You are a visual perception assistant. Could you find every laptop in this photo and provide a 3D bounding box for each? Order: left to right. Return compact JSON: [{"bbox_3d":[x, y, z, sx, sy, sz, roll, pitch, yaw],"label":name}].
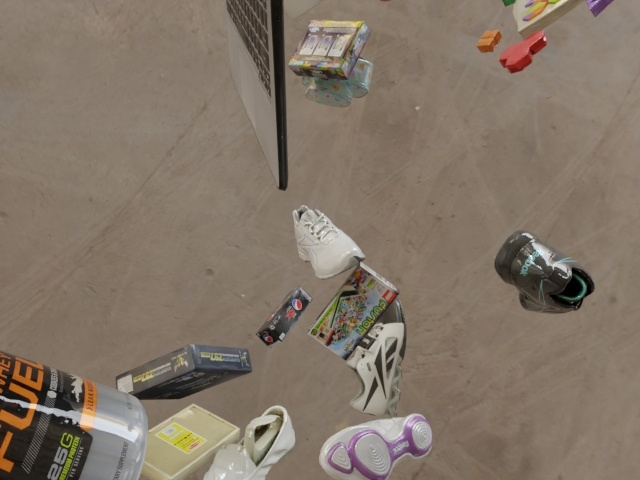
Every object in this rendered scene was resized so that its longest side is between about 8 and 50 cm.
[{"bbox_3d":[-0.197,-0.313,0.713,0.236,0.382,0.408,-9,128,-12],"label":"laptop"}]

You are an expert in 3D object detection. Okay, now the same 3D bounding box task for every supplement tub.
[{"bbox_3d":[-0.371,0.219,0.641,0.316,0.193,0.194,29,76,-30],"label":"supplement tub"}]

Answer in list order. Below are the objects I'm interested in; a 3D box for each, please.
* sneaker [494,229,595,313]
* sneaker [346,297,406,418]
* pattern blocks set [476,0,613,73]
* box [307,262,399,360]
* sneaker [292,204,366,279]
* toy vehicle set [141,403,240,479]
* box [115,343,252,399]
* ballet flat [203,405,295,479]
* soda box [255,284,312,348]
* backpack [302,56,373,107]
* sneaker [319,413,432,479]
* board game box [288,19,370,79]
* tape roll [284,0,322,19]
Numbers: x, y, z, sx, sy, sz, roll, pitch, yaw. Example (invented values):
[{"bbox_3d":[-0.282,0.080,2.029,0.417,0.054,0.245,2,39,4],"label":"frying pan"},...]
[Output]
[{"bbox_3d":[0.351,0.073,0.880,0.267,0.106,0.101,25,99,-48],"label":"sneaker"},{"bbox_3d":[0.149,0.306,1.601,0.146,0.122,0.331,9,75,-7],"label":"sneaker"},{"bbox_3d":[0.393,-0.414,0.997,0.285,0.325,0.026,-36,114,21],"label":"pattern blocks set"},{"bbox_3d":[0.075,0.163,1.354,0.114,0.036,0.207,35,103,-3],"label":"box"},{"bbox_3d":[0.000,0.000,1.346,0.111,0.297,0.129,-29,113,-17],"label":"sneaker"},{"bbox_3d":[-0.351,0.517,1.499,0.267,0.166,0.035,-19,124,-59],"label":"toy vehicle set"},{"bbox_3d":[-0.294,0.290,1.274,0.183,0.232,0.059,21,50,-56],"label":"box"},{"bbox_3d":[-0.176,0.505,1.365,0.400,0.139,0.139,-28,101,-65],"label":"ballet flat"},{"bbox_3d":[-0.088,0.189,1.468,0.053,0.060,0.169,47,44,-7],"label":"soda box"},{"bbox_3d":[0.047,-0.445,1.615,0.188,0.166,0.144,4,90,-8],"label":"backpack"},{"bbox_3d":[0.097,0.434,1.209,0.305,0.152,0.114,6,67,-44],"label":"sneaker"},{"bbox_3d":[0.021,-0.472,1.454,0.048,0.170,0.141,40,73,-51],"label":"board game box"},{"bbox_3d":[0.075,-0.570,1.119,0.392,0.392,0.072,-48,112,-18],"label":"tape roll"}]
